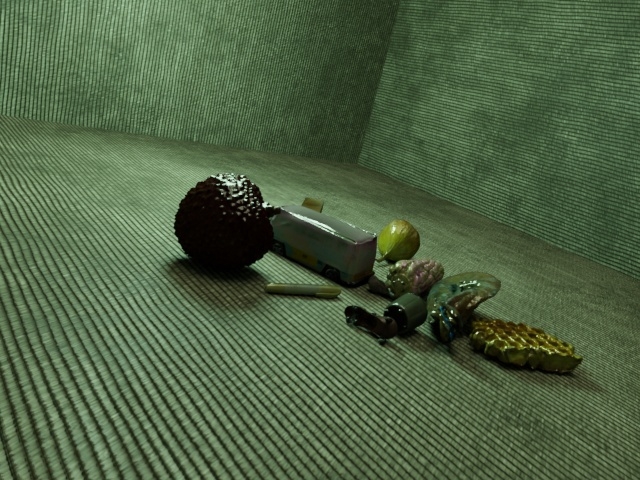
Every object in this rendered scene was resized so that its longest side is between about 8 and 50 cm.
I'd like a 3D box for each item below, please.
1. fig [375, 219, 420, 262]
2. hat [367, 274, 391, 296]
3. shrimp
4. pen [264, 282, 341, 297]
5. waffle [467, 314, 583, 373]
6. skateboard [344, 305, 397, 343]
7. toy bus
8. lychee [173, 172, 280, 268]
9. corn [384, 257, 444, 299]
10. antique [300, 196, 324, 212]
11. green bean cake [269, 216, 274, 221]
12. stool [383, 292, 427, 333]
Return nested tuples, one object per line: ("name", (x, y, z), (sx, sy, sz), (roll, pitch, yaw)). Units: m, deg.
("fig", (0.269, 0.023, 2.016), (0.159, 0.159, 0.257), (23, 35, 26))
("hat", (0.178, 0.148, 1.657), (0.087, 0.042, 0.058), (47, 15, -12))
("shrimp", (0.400, 0.177, 1.543), (0.221, 0.110, 0.445), (-12, 10, 23))
("pen", (-0.044, 0.139, 1.497), (0.233, 0.032, 0.040), (4, 42, -27))
("waffle", (0.541, 0.284, 1.465), (0.309, 0.065, 0.283), (18, 14, 27))
("skateboard", (0.131, 0.205, 1.384), (0.151, 0.067, 0.080), (22, 8, 37))
("toy bus", (0.000, 0.000, 1.766), (0.386, 0.163, 0.171), (23, 19, 30))
("lychee", (-0.261, -0.052, 1.526), (0.304, 0.276, 0.276), (-13, 20, -4))
("corn", (0.316, 0.113, 1.736), (0.126, 0.127, 0.335), (23, 17, 27))
("antique", (-0.048, -0.093, 2.155), (0.087, 0.094, 0.310), (15, 16, 1))
("green bean cake", (-0.252, -0.067, 1.872), (0.184, 0.094, 0.183), (17, 14, 26))
("stool", (0.223, 0.194, 1.428), (0.096, 0.096, 0.110), (25, 25, 31))
